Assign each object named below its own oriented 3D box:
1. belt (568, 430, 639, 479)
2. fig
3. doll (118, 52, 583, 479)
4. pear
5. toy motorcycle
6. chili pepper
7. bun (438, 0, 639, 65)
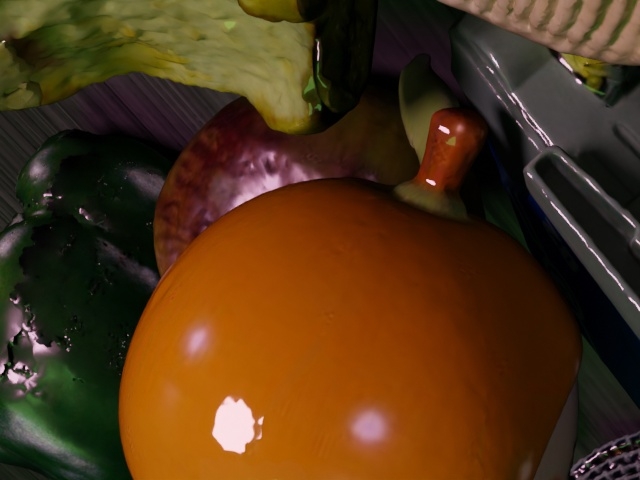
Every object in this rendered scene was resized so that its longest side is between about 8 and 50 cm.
[{"bbox_3d":[0.234,0.225,1.008,0.150,0.207,0.257,44,160,-28],"label":"belt"},{"bbox_3d":[0.000,0.000,0.909,0.181,0.181,0.191,38,-169,-12],"label":"fig"},{"bbox_3d":[0.022,0.039,0.714,0.213,0.236,0.213,15,-171,-3],"label":"doll"},{"bbox_3d":[-0.112,-0.152,0.682,0.255,0.164,0.238,1,152,9],"label":"pear"},{"bbox_3d":[0.183,0.007,0.742,0.326,0.191,0.200,45,166,18],"label":"toy motorcycle"},{"bbox_3d":[-0.121,0.068,1.123,0.257,0.233,0.248,29,171,-13],"label":"chili pepper"},{"bbox_3d":[0.098,-0.144,0.612,0.188,0.111,0.164,22,144,17],"label":"bun"}]
